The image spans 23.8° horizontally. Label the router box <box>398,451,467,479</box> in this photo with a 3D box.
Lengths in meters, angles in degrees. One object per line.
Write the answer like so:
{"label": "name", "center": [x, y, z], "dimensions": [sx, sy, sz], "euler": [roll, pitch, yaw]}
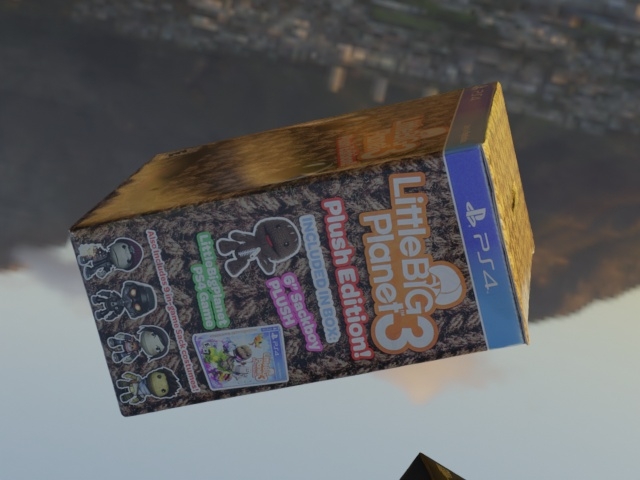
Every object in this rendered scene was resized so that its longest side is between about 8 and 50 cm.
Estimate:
{"label": "router box", "center": [0.086, 0.375, 1.427], "dimensions": [0.081, 0.243, 0.309], "euler": [33, -169, -18]}

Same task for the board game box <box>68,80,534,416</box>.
{"label": "board game box", "center": [0.000, 0.000, 1.113], "dimensions": [0.291, 0.141, 0.232], "euler": [-11, -166, 11]}
